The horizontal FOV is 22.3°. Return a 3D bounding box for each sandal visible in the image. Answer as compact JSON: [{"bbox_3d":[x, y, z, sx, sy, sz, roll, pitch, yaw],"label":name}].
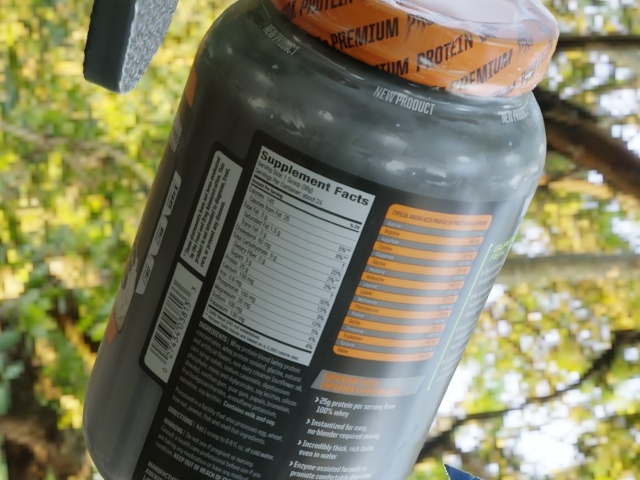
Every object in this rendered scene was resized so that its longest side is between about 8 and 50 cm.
[{"bbox_3d":[-0.158,-0.290,1.294,0.446,0.107,0.168,112,4,-50],"label":"sandal"}]

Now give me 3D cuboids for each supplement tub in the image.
[{"bbox_3d":[0.000,0.000,0.531,0.190,0.117,0.117,-69,-151,24],"label":"supplement tub"}]

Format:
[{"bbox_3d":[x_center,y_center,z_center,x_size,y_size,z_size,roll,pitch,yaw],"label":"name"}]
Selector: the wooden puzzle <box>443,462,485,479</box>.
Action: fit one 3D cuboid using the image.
[{"bbox_3d":[0.030,0.150,0.760,0.116,0.078,0.014,-59,180,-3],"label":"wooden puzzle"}]
